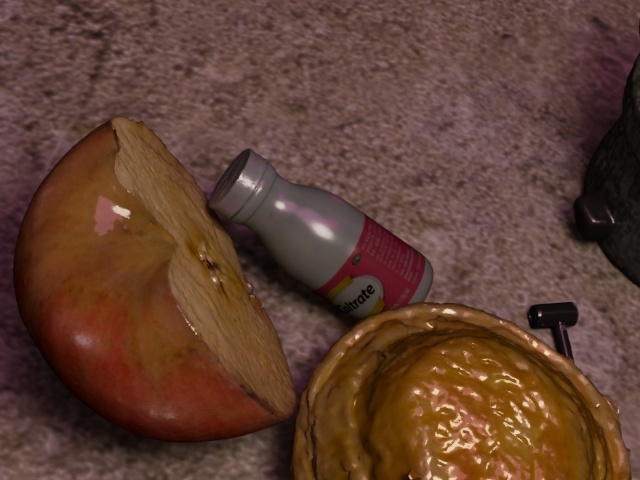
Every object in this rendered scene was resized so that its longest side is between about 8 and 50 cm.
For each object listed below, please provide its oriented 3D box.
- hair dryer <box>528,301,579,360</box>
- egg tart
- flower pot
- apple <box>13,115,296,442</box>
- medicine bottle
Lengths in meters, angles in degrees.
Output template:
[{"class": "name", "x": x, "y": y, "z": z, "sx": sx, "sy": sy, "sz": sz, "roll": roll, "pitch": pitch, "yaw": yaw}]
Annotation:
[{"class": "hair dryer", "x": 0.243, "y": 0.103, "z": 1.266, "sx": 0.047, "sy": 0.026, "sz": 0.083, "roll": -4, "pitch": 69, "yaw": -15}, {"class": "egg tart", "x": 0.132, "y": 0.183, "z": 1.073, "sx": 0.319, "sy": 0.128, "sz": 0.319, "roll": 4, "pitch": 64, "yaw": -9}, {"class": "flower pot", "x": 0.418, "y": -0.109, "z": 1.284, "sx": 0.299, "sy": 0.283, "sz": 0.299, "roll": 7, "pitch": 60, "yaw": -12}, {"class": "apple", "x": -0.160, "y": 0.057, "z": 1.078, "sx": 0.163, "sy": 0.251, "sz": 0.293, "roll": -28, "pitch": 67, "yaw": 9}, {"class": "medicine bottle", "x": 0.000, "y": 0.000, "z": 1.181, "sx": 0.217, "sy": 0.090, "sz": 0.090, "roll": 34, "pitch": 55, "yaw": -17}]
